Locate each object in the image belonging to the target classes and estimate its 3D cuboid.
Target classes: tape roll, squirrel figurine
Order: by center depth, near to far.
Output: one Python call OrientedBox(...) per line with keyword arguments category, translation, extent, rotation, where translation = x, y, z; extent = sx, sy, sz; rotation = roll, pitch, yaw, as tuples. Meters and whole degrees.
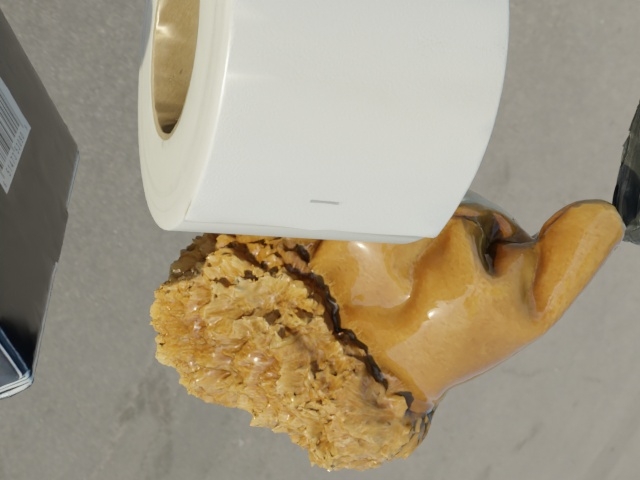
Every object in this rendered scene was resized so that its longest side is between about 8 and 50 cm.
OrientedBox(category="tape roll", translation=(-0.014, -0.122, 0.628), extent=(0.169, 0.246, 0.246), rotation=(4, 118, -21))
OrientedBox(category="squirrel figurine", translation=(0.000, 0.000, 0.926), extent=(0.370, 0.281, 0.397), rotation=(40, 86, -14))

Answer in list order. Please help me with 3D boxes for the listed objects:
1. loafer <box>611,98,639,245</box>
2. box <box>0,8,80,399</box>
OrientedBox(category="loafer", translation=(0.337, -0.104, 0.971), extent=(0.076, 0.078, 0.223), rotation=(19, 80, -23))
OrientedBox(category="box", translation=(-0.502, -0.022, 0.844), extent=(0.471, 0.480, 0.297), rotation=(-24, 118, 2))
